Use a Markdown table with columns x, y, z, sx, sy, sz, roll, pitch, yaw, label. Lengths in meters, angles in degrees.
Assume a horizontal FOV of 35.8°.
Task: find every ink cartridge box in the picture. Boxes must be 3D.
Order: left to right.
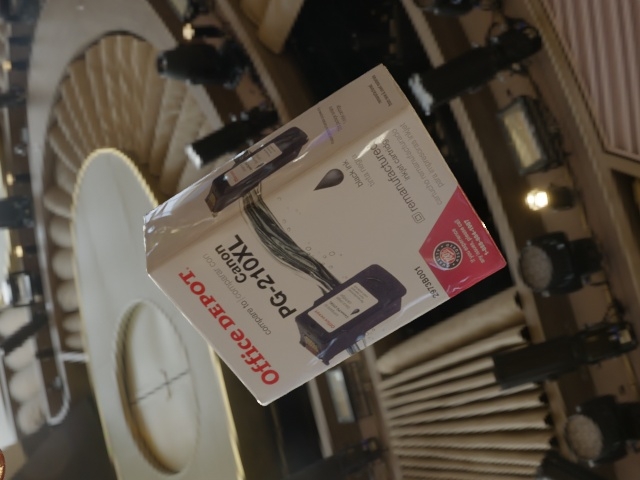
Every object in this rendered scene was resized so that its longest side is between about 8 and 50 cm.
| x | y | z | sx | sy | sz | roll | pitch | yaw | label |
| --- | --- | --- | --- | --- | --- | --- | --- | --- | --- |
| 0.000 | 0.000 | 0.804 | 0.172 | 0.237 | 0.100 | 54 | 9 | -29 | ink cartridge box |

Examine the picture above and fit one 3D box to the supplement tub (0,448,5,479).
| x | y | z | sx | sy | sz | roll | pitch | yaw | label |
| --- | --- | --- | --- | --- | --- | --- | --- | --- | --- |
| -0.355 | 0.164 | 0.780 | 0.106 | 0.198 | 0.106 | -27 | -141 | 24 | supplement tub |
